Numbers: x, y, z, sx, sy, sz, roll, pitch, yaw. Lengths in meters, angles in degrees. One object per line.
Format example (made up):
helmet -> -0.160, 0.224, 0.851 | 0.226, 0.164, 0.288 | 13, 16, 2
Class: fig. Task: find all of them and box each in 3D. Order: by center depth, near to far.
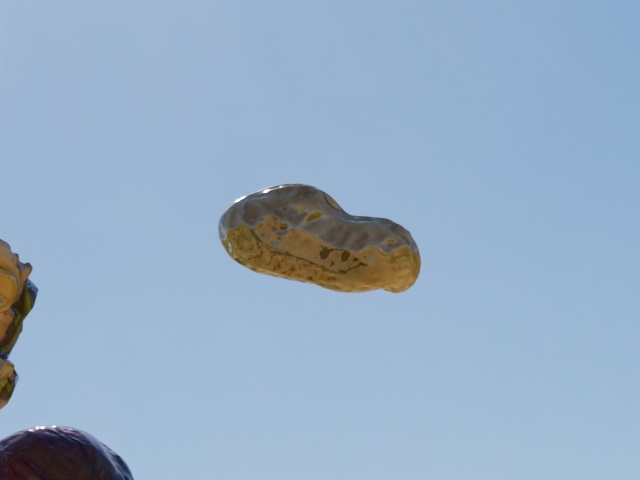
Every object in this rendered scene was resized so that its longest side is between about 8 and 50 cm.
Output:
fig -> -0.216, 0.286, 1.858 | 0.290, 0.190, 0.190 | 11, -11, 24

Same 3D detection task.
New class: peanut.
peanut -> 0.000, 0.000, 1.783 | 0.194, 0.093, 0.083 | 11, -13, 3

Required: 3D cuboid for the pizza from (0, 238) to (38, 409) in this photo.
pizza -> -0.314, 0.077, 1.202 | 0.278, 0.409, 0.114 | -18, -28, 20
